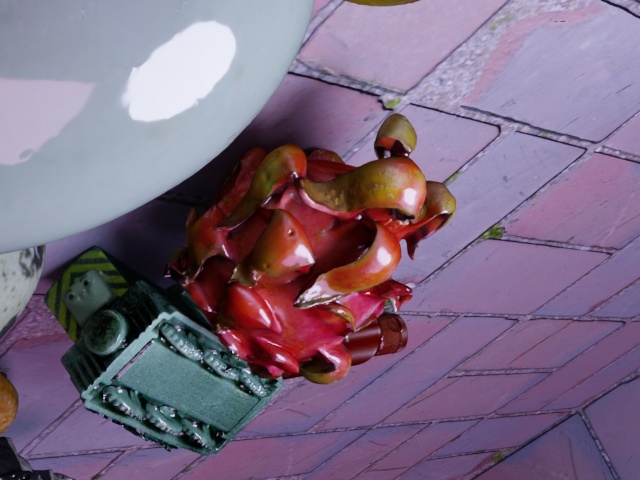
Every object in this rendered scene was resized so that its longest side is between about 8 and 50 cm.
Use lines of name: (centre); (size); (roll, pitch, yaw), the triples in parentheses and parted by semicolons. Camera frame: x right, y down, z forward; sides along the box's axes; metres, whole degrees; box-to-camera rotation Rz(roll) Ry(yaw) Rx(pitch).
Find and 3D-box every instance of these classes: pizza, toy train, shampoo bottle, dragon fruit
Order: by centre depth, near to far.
dragon fruit: (-0.009, 0.015, 1.114); (0.243, 0.227, 0.307); (-58, -161, -16)
toy train: (-0.176, 0.122, 1.246); (0.138, 0.178, 0.330); (-45, 150, 1)
pizza: (-0.407, 0.185, 1.296); (0.127, 0.058, 0.246); (-30, 160, 1)
shampoo bottle: (0.006, 0.148, 1.607); (0.260, 0.064, 0.102); (-7, 146, -36)

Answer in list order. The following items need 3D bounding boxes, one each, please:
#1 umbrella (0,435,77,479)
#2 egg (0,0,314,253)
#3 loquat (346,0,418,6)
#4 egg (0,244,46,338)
umbrella: (-0.449, 0.282, 1.363); (0.357, 0.113, 0.106); (24, 88, -38)
egg: (-0.187, -0.130, 0.617); (0.388, 0.276, 0.276); (-13, 153, -20)
loquat: (0.058, -0.240, 0.794); (0.195, 0.152, 0.152); (-5, 150, -21)
egg: (-0.332, 0.030, 0.927); (0.228, 0.177, 0.177); (-27, 159, -28)
